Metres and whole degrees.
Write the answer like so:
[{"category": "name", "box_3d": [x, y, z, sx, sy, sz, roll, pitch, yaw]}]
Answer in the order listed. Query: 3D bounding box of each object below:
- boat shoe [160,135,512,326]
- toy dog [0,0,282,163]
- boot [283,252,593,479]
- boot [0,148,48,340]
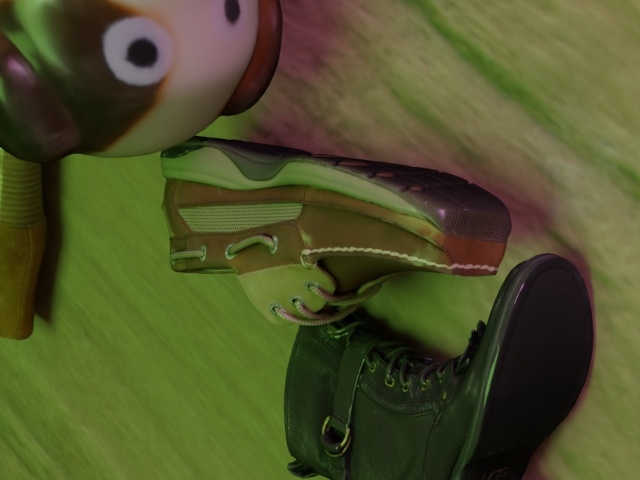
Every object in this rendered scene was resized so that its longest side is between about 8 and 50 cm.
[{"category": "boat shoe", "box_3d": [0.000, 0.000, 1.104, 0.324, 0.123, 0.119, 13, 96, 53]}, {"category": "toy dog", "box_3d": [-0.203, -0.234, 1.110, 0.408, 0.285, 0.395, 53, 132, 27]}, {"category": "boot", "box_3d": [0.059, 0.093, 1.108, 0.229, 0.091, 0.263, 35, 118, 44]}, {"category": "boot", "box_3d": [-0.364, -0.042, 1.495, 0.295, 0.104, 0.211, 30, 122, 33]}]
